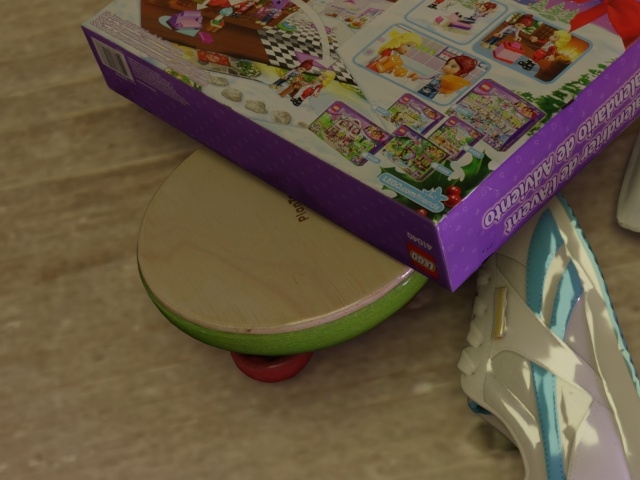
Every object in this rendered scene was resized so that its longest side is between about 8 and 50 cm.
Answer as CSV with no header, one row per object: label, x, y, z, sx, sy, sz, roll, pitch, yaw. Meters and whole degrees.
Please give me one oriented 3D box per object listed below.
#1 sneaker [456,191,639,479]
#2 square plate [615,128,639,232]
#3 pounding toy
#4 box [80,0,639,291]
sneaker,0.117,0.049,0.754,0.092,0.087,0.228,-19,68,6
square plate,0.369,-0.142,0.747,0.344,0.049,0.347,10,70,27
pounding toy,0.000,0.000,0.797,0.183,0.110,0.236,-4,44,16
box,0.030,-0.111,0.768,0.201,0.057,0.293,-41,50,-21
